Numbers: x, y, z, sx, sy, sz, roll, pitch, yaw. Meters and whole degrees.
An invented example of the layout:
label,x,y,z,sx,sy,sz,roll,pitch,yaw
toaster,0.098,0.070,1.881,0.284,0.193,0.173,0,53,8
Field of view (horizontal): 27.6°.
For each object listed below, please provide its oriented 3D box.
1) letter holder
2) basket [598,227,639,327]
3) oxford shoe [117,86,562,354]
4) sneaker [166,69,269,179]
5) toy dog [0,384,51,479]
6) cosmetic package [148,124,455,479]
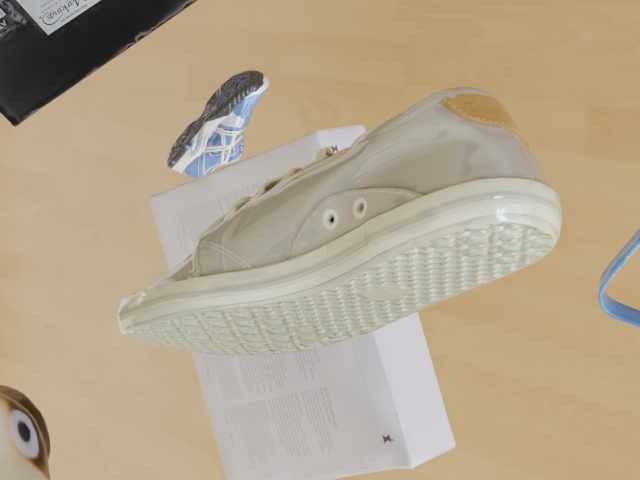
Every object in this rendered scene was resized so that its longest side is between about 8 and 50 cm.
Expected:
label,x,y,z,sx,sy,sz,roll,pitch,yaw
letter holder,-0.212,-0.287,1.147,0.302,0.152,0.214,-33,46,8
basket,0.449,0.033,1.274,0.289,0.201,0.254,23,131,-5
oxford shoe,0.000,0.000,1.042,0.449,0.169,0.130,-24,63,43
sneaker,-0.142,-0.172,1.970,0.211,0.081,0.080,-45,24,27
toy dog,-0.365,0.311,1.143,0.395,0.285,0.408,37,106,43
cosmetic package,-0.028,0.087,1.504,0.284,0.097,0.377,-17,88,43
